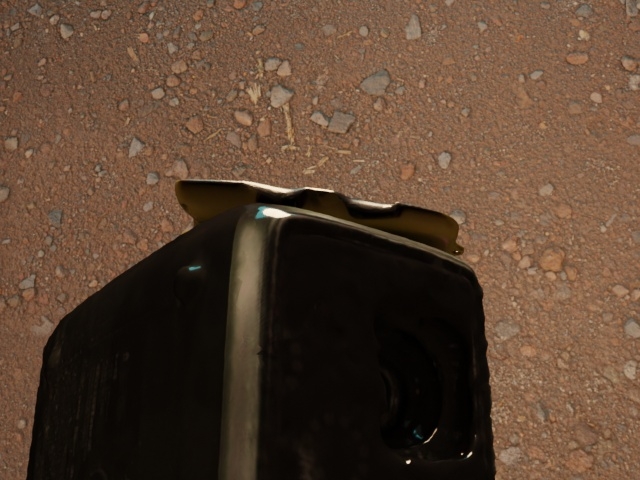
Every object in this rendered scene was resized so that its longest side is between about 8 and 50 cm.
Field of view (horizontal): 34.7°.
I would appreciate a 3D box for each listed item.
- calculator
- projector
[{"bbox_3d":[0.000,0.000,0.832,0.236,0.033,0.157,5,-23,-2],"label":"calculator"},{"bbox_3d":[-0.079,0.218,0.808,0.242,0.395,0.405,15,-26,-33],"label":"projector"}]
